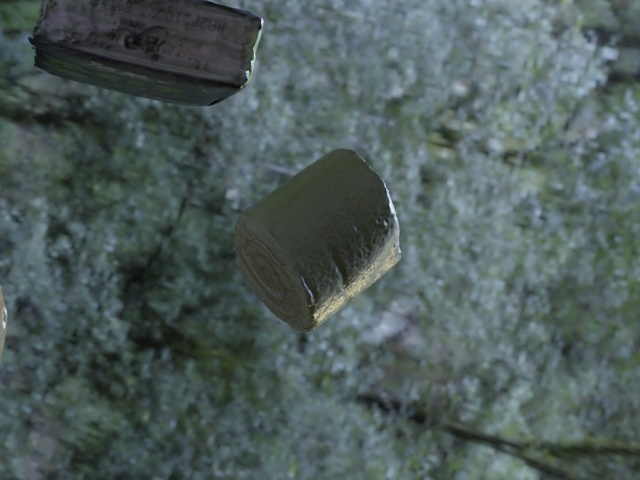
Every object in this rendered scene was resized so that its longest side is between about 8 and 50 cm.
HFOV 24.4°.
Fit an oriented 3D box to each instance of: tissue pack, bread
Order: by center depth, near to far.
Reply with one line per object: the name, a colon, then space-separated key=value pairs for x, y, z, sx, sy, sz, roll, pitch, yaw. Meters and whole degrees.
tissue pack: x=-0.151 y=-0.163 z=1.232 sx=0.235 sy=0.173 sz=0.073 roll=-179 pitch=-80 yaw=-80
bread: x=0.000 y=0.000 z=1.499 sx=0.141 sy=0.134 sz=0.148 roll=-37 pitch=166 yaw=-20

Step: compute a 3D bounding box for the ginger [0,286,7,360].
ginger: x=-0.303 y=0.114 z=0.980 sx=0.348 sy=0.122 sz=0.363 roll=-112 pitch=-139 yaw=-65
